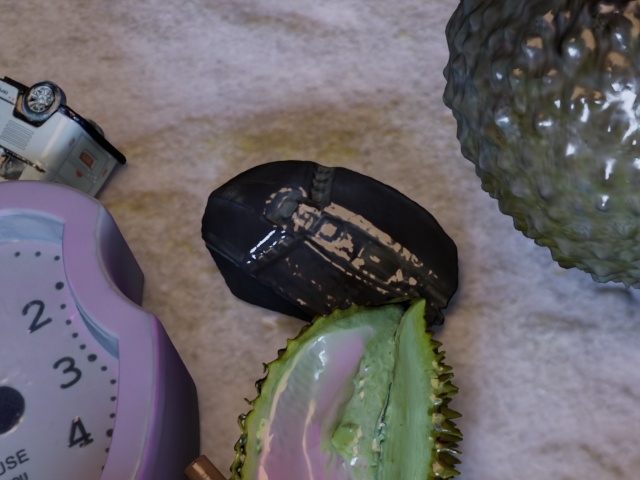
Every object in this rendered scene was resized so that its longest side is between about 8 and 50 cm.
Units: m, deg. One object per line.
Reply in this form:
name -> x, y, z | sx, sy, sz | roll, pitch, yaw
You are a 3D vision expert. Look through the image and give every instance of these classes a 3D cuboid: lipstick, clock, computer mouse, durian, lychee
lipstick -> -0.047, 0.171, 1.214 | 0.019, 0.019, 0.094 | -41, 78, -10
clock -> -0.242, 0.123, 1.270 | 0.338, 0.102, 0.338 | -7, 58, 12
computer mouse -> 0.000, 0.000, 1.293 | 0.192, 0.062, 0.106 | 25, 70, 28
durian -> 0.020, 0.150, 1.184 | 0.137, 0.095, 0.221 | -12, 57, 29
lychee -> 0.197, -0.100, 1.173 | 0.255, 0.274, 0.255 | -11, 25, 5

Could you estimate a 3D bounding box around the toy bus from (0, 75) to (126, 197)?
toy bus -> -0.239, -0.080, 1.397 | 0.194, 0.087, 0.089 | 26, 80, 26
